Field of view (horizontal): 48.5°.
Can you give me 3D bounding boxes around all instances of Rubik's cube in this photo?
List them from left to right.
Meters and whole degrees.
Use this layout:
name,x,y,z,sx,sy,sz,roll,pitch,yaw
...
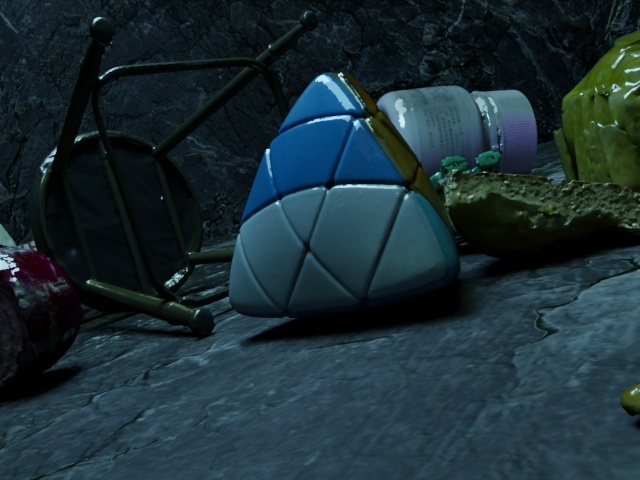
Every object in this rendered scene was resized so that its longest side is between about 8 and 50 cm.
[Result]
name,x,y,z,sx,sy,sz,roll,pitch,yaw
Rubik's cube,0.020,0.003,0.723,0.254,0.255,0.254,-15,5,1

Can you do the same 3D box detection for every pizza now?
name,x,y,z,sx,sy,sz,roll,pitch,yaw
pizza,0.209,-0.018,0.738,0.188,0.081,0.204,8,-1,-1

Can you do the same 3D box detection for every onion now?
name,x,y,z,sx,sy,sz,roll,pitch,yaw
onion,-0.369,0.058,0.773,0.195,0.218,0.140,-24,3,22

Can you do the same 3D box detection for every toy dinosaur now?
name,x,y,z,sx,sy,sz,roll,pitch,yaw
toy dinosaur,0.191,-0.047,0.892,0.259,0.094,0.153,-20,-18,-30

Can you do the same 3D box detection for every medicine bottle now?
name,x,y,z,sx,sy,sz,roll,pitch,yaw
medicine bottle,0.296,-0.223,1.607,0.324,0.256,0.256,-9,4,-9

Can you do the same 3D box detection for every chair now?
name,x,y,z,sx,sy,sz,roll,pitch,yaw
chair,-0.206,-0.072,1.032,0.410,0.365,0.361,-16,3,45

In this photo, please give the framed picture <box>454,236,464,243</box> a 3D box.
name,x,y,z,sx,sy,sz,roll,pitch,yaw
framed picture,0.271,-0.038,1.072,0.323,0.013,0.244,-16,6,-8

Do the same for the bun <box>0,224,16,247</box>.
name,x,y,z,sx,sy,sz,roll,pitch,yaw
bun,-0.512,0.049,0.892,0.239,0.141,0.239,-37,-3,-2

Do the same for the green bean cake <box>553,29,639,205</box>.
name,x,y,z,sx,sy,sz,roll,pitch,yaw
green bean cake,0.438,-0.156,0.797,0.309,0.202,0.285,-15,7,5

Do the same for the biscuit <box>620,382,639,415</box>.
name,x,y,z,sx,sy,sz,roll,pitch,yaw
biscuit,0.176,0.060,0.281,0.081,0.018,0.083,-18,5,-15

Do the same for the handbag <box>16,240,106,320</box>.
name,x,y,z,sx,sy,sz,roll,pitch,yaw
handbag,-0.461,0.066,1.261,0.298,0.171,0.151,-17,7,-34
